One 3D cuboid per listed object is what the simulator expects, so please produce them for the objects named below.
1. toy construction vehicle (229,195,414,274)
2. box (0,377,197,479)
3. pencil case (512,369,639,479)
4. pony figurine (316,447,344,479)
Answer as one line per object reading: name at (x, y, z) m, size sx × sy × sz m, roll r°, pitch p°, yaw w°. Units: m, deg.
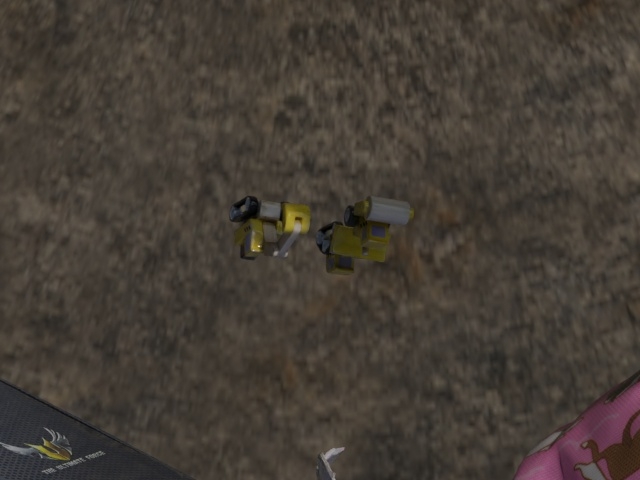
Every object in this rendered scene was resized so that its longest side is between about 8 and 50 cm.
toy construction vehicle at (0.000, 0.000, 0.940) m, size 0.085 × 0.098 × 0.035 m, roll 9°, pitch 77°, yaw -22°
box at (-0.158, 0.135, 0.804) m, size 0.183 × 0.232 × 0.059 m, roll 23°, pitch 106°, yaw 24°
pencil case at (0.240, 0.077, 0.762) m, size 0.160 × 0.167 × 0.386 m, roll 52°, pitch 133°, yaw 6°
pony figurine at (0.106, 0.303, 1.006) m, size 0.363 × 0.351 × 0.303 m, roll -13°, pitch 148°, yaw -24°
